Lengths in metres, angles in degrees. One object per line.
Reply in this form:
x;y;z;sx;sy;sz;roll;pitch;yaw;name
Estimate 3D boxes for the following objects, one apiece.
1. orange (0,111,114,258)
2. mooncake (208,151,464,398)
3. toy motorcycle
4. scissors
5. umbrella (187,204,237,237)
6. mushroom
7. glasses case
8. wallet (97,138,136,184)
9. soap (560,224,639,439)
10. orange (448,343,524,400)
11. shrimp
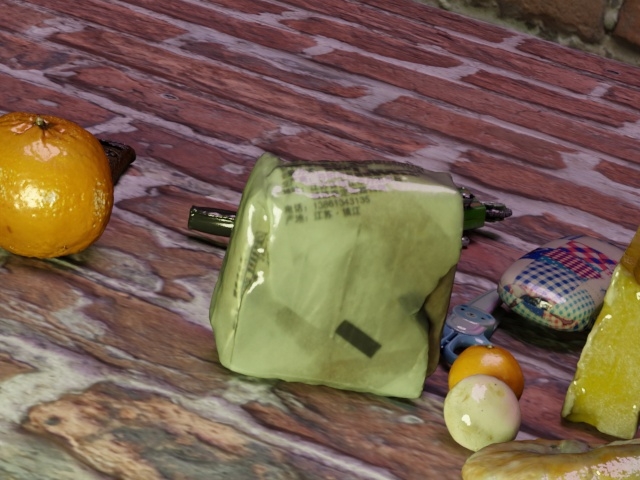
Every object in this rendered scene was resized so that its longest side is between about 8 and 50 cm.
-0.332;-0.070;2.050;0.193;0.161;0.193;15;16;-4;orange
0.019;0.029;1.849;0.254;0.250;0.136;8;21;-9;mooncake
0.178;-0.041;2.432;0.190;0.074;0.106;-8;18;-43;toy motorcycle
0.179;0.101;2.084;0.125;0.030;0.256;22;21;17;scissors
0.000;0.000;2.178;0.340;0.118;0.118;9;18;8;umbrella
0.166;0.180;1.798;0.083;0.067;0.084;11;54;-16;mushroom
0.325;0.052;2.229;0.125;0.076;0.327;25;19;21;glasses case
-0.332;-0.100;2.324;0.132;0.039;0.243;14;19;2;wallet
0.365;0.087;1.991;0.091;0.199;0.315;21;19;11;soap
0.177;0.150;1.869;0.083;0.084;0.083;11;19;-4;orange
0.294;0.220;1.702;0.317;0.077;0.168;-2;13;-7;shrimp
